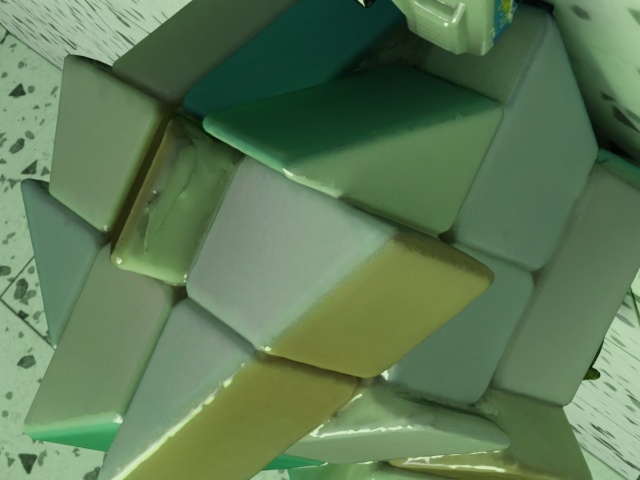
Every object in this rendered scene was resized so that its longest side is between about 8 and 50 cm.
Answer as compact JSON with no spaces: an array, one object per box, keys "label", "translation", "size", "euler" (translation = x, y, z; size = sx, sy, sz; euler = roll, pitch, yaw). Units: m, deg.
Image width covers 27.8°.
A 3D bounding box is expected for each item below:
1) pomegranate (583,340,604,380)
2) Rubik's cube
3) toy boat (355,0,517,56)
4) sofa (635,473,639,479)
[{"label":"pomegranate","translation":[0.178,0.046,1.176],"size":[0.156,0.156,0.220],"euler":[-158,49,-70]},{"label":"Rubik's cube","translation":[0.000,0.000,0.852],"size":[0.358,0.368,0.387],"euler":[21,-174,-41]},{"label":"toy boat","translation":[0.027,-0.176,0.560],"size":[0.129,0.088,0.295],"euler":[37,174,14]},{"label":"sofa","translation":[0.374,0.233,0.973],"size":[0.225,0.176,0.210],"euler":[41,162,-14]}]
